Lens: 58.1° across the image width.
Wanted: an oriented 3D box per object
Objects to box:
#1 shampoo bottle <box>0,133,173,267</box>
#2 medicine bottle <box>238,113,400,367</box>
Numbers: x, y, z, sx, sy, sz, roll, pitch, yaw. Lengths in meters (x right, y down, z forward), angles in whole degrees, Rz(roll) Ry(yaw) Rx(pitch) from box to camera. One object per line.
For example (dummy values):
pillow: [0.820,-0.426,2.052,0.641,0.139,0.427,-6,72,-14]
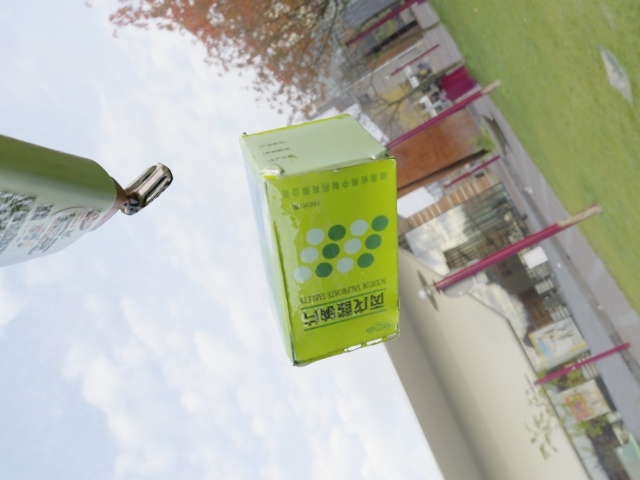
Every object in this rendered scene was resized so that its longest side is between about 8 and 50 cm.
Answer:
shampoo bottle: [-0.258,-0.040,0.545,0.071,0.153,0.284,48,-160,9]
medicine bottle: [0.000,0.000,0.657,0.141,0.137,0.250,-123,22,-54]
